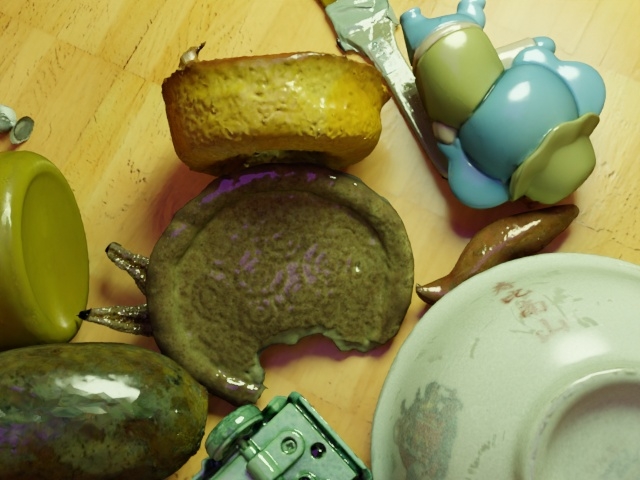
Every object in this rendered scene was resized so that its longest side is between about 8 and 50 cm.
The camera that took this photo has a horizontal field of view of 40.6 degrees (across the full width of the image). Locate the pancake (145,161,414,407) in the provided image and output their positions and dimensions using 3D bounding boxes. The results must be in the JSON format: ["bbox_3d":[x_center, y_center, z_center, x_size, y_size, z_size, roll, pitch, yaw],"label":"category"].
[{"bbox_3d":[-0.043,0.054,0.940,0.288,0.033,0.286,16,98,-9],"label":"pancake"}]

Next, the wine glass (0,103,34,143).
[{"bbox_3d":[-0.405,-0.153,1.087,0.083,0.039,0.042,26,68,15],"label":"wine glass"}]

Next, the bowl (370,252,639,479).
[{"bbox_3d":[0.262,0.211,0.801,0.435,0.196,0.434,0,80,3],"label":"bowl"}]

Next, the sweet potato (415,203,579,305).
[{"bbox_3d":[0.196,0.012,0.962,0.202,0.055,0.058,-35,30,0],"label":"sweet potato"}]

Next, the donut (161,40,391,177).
[{"bbox_3d":[-0.048,-0.138,0.941,0.253,0.253,0.118,-7,83,5],"label":"donut"}]

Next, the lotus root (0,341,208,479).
[{"bbox_3d":[-0.245,0.177,0.856,0.275,0.152,0.160,1,64,-25],"label":"lotus root"}]

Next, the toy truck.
[{"bbox_3d":[-0.084,0.288,0.863,0.279,0.156,0.155,-43,74,-5],"label":"toy truck"}]

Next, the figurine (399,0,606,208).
[{"bbox_3d":[0.203,-0.159,0.955,0.180,0.154,0.262,-25,86,-26],"label":"figurine"}]

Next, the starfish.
[{"bbox_3d":[-0.154,0.076,0.987,0.238,0.057,0.213,6,80,-11],"label":"starfish"}]

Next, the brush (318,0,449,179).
[{"bbox_3d":[0.088,-0.214,1.053,0.085,0.020,0.336,-30,73,-2],"label":"brush"}]

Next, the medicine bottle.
[{"bbox_3d":[-0.471,0.034,0.948,0.384,0.224,0.224,-9,74,5],"label":"medicine bottle"}]
